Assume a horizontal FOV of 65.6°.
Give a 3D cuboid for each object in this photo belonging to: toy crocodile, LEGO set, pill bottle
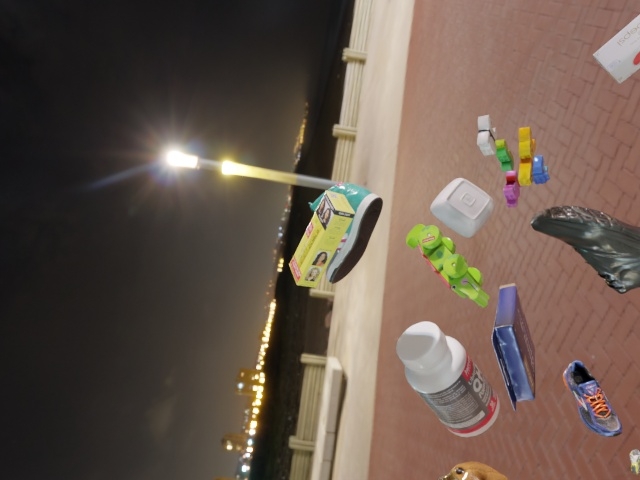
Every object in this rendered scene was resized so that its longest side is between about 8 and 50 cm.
[{"bbox_3d":[0.352,0.064,1.399,0.105,0.115,0.340,-45,44,14],"label":"toy crocodile"},{"bbox_3d":[0.364,-0.130,0.918,0.227,0.087,0.093,38,-122,-44],"label":"LEGO set"},{"bbox_3d":[0.341,0.373,1.353,0.318,0.176,0.176,51,-162,-24],"label":"pill bottle"}]

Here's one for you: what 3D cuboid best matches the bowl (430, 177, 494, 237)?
[{"bbox_3d":[0.378,-0.095,1.302,0.142,0.142,0.053,-45,-16,-23],"label":"bowl"}]

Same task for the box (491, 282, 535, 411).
[{"bbox_3d":[0.340,0.179,0.866,0.225,0.036,0.136,-37,-71,-61],"label":"box"}]

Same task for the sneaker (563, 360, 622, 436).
[{"bbox_3d":[0.714,0.415,1.317,0.221,0.083,0.087,-107,-3,-51],"label":"sneaker"}]

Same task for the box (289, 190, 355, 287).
[{"bbox_3d":[0.000,0.000,1.203,0.232,0.058,0.087,-63,32,30],"label":"box"}]

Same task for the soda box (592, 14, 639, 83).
[{"bbox_3d":[0.725,-0.455,1.091,0.216,0.074,0.069,-43,53,33],"label":"soda box"}]

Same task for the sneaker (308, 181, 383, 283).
[{"bbox_3d":[0.038,-0.038,1.355,0.123,0.178,0.296,-18,-41,-47],"label":"sneaker"}]

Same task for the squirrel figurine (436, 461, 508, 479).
[{"bbox_3d":[0.363,0.720,1.114,0.281,0.397,0.370,-33,19,48],"label":"squirrel figurine"}]

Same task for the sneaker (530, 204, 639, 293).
[{"bbox_3d":[0.513,0.022,0.876,0.109,0.286,0.130,-34,-40,-62],"label":"sneaker"}]

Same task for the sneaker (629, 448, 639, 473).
[{"bbox_3d":[1.128,0.790,1.779,0.031,0.035,0.083,-1,70,44],"label":"sneaker"}]
